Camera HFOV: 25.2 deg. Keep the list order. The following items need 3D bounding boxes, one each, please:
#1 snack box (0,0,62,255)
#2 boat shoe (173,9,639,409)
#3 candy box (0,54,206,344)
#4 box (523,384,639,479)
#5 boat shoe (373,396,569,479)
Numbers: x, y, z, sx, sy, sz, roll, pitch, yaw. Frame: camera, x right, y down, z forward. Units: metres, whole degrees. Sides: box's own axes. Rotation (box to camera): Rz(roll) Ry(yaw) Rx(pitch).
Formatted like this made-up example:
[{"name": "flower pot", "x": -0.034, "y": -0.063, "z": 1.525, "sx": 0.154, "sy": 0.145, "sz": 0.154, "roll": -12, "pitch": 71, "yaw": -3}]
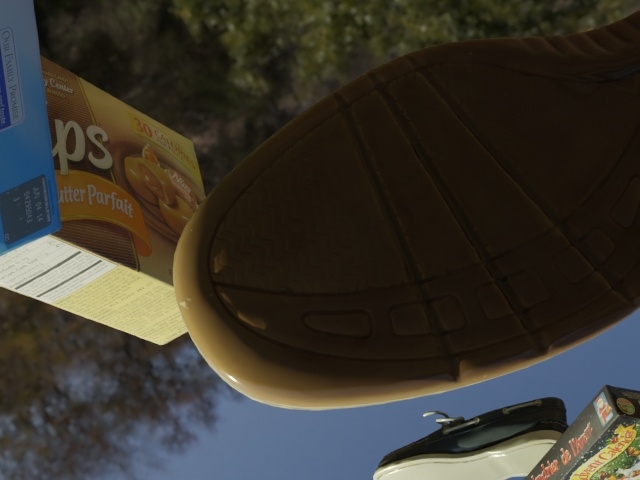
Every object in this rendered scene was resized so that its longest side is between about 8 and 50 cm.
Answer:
[{"name": "snack box", "x": -0.255, "y": -0.136, "z": 0.734, "sx": 0.060, "sy": 0.187, "sz": 0.322, "roll": -28, "pitch": -136, "yaw": -34}, {"name": "boat shoe", "x": 0.094, "y": -0.025, "z": 0.579, "sx": 0.342, "sy": 0.123, "sz": 0.123, "roll": -29, "pitch": 171, "yaw": -20}, {"name": "candy box", "x": -0.212, "y": -0.044, "z": 1.171, "sx": 0.087, "sy": 0.183, "sz": 0.316, "roll": -29, "pitch": 149, "yaw": 23}, {"name": "box", "x": 0.321, "y": 0.259, "z": 1.582, "sx": 0.233, "sy": 0.159, "sz": 0.044, "roll": -58, "pitch": -147, "yaw": 35}, {"name": "boat shoe", "x": 0.182, "y": 0.250, "z": 1.744, "sx": 0.254, "sy": 0.095, "sz": 0.079, "roll": -22, "pitch": -137, "yaw": 27}]
